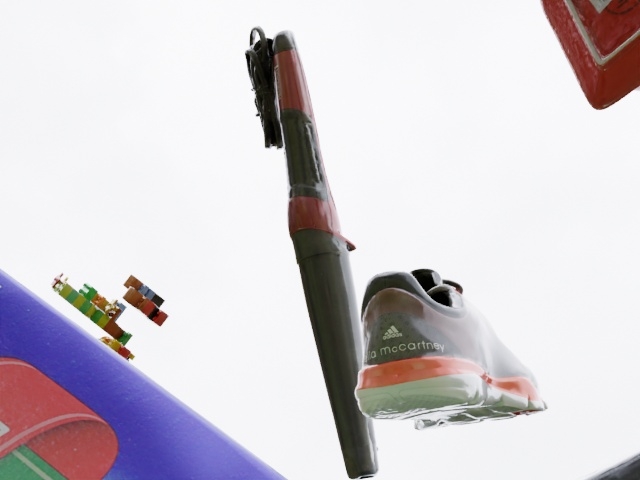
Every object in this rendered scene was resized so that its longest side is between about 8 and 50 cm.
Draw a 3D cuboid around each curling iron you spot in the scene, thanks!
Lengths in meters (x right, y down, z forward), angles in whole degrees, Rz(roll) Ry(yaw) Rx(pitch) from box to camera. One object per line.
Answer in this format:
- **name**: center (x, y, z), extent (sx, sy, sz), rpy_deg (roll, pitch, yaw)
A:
- **curling iron**: center (0.000, 0.000, 0.822), extent (0.035, 0.274, 0.068), rpy_deg (-12, -23, -5)

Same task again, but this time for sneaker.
- **sneaker**: center (0.057, 0.044, 0.618), extent (0.061, 0.065, 0.158), rpy_deg (-12, -14, 16)

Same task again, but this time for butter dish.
- **butter dish**: center (0.297, -0.200, 1.283), extent (0.118, 0.160, 0.160), rpy_deg (18, -48, -41)

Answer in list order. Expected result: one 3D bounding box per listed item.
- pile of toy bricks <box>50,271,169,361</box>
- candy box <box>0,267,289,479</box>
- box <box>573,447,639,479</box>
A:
- **pile of toy bricks**: center (-0.257, 0.075, 1.615), extent (0.105, 0.212, 0.118), rpy_deg (41, -101, -20)
- **candy box**: center (-0.096, 0.177, 0.390), extent (0.317, 0.268, 0.122), rpy_deg (33, -36, 24)
- **box**: center (0.125, 0.211, 0.719), extent (0.270, 0.165, 0.143), rpy_deg (-19, -15, -28)
